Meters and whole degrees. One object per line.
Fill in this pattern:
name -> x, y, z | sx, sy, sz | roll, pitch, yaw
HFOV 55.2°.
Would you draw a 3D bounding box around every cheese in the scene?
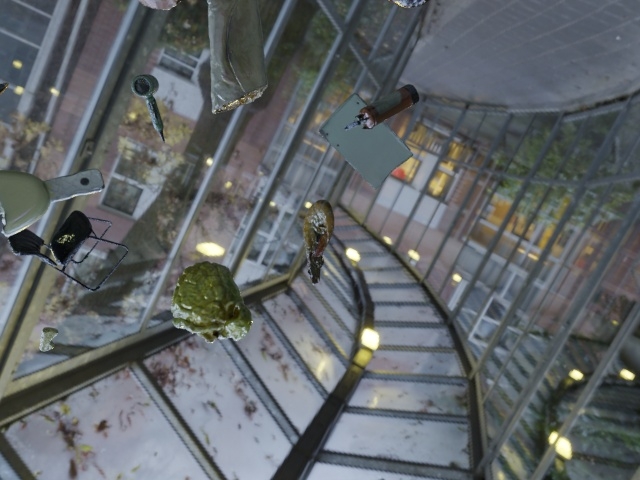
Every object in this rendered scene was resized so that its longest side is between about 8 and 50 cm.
cheese -> -0.520, -0.089, 1.129 | 0.234, 0.127, 0.049 | -19, 175, -25
cheese -> -0.765, 0.276, 1.723 | 0.044, 0.083, 0.030 | 6, -144, -27

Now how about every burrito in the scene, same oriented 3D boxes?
burrito -> -0.209, -0.455, 1.510 | 0.143, 0.300, 0.105 | -1, 174, -35

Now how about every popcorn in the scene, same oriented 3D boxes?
popcorn -> -0.350, 0.198, 1.877 | 0.286, 0.225, 0.174 | 58, 168, 33

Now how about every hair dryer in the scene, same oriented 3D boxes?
hair dryer -> -0.359, -0.284, 1.326 | 0.047, 0.150, 0.071 | -16, -164, 3

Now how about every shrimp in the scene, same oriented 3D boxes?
shrimp -> 0.000, 0.000, 2.011 | 0.062, 0.288, 0.152 | 13, 158, -39

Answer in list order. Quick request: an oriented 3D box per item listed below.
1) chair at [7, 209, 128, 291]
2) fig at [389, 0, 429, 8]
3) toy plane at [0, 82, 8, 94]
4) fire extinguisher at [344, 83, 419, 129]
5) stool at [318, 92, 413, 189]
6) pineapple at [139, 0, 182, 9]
chair -> -0.605, 0.000, 1.466 | 0.221, 0.145, 0.140 | 34, -174, -47
fig -> 0.285, -0.877, 1.991 | 0.263, 0.224, 0.224 | 32, -169, 32
toy plane -> -0.983, -0.337, 1.648 | 0.204, 0.316, 0.103 | 48, 176, 13
fire extinguisher -> 0.131, -0.278, 1.309 | 0.062, 0.177, 0.050 | 4, 122, 62
stool -> 0.151, -0.327, 2.004 | 0.270, 0.170, 0.243 | 46, -167, -3
pineapple -> -0.352, -0.675, 1.435 | 0.157, 0.279, 0.158 | 9, 147, 6
